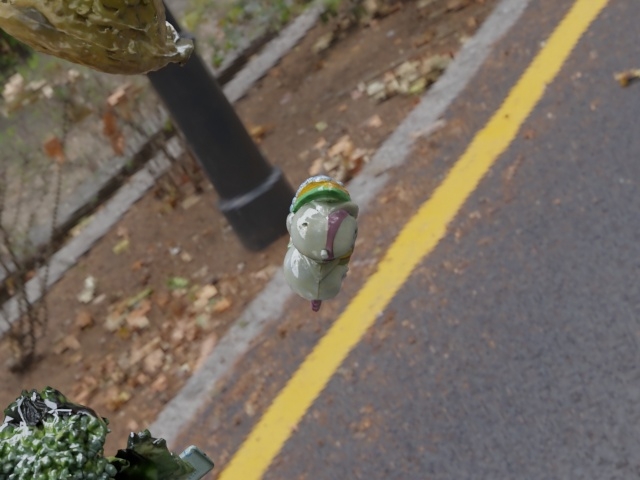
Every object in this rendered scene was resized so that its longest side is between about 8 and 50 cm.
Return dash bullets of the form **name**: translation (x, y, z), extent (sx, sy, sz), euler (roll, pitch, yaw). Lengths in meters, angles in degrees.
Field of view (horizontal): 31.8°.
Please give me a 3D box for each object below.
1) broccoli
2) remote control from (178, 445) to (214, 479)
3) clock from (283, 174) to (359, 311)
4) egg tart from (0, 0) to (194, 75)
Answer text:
- **broccoli**: translation (-0.331, 0.342, 1.366), extent (0.318, 0.277, 0.338), euler (-16, -25, -34)
- **remote control**: translation (-0.221, 0.366, 1.725), extent (0.124, 0.053, 0.018), euler (-42, 17, 13)
- **clock**: translation (0.000, 0.000, 1.604), extent (0.103, 0.231, 0.144), euler (0, 50, -5)
- **egg tart**: translation (-0.302, -0.319, 1.331), extent (0.129, 0.341, 0.341), euler (-62, 19, 18)
